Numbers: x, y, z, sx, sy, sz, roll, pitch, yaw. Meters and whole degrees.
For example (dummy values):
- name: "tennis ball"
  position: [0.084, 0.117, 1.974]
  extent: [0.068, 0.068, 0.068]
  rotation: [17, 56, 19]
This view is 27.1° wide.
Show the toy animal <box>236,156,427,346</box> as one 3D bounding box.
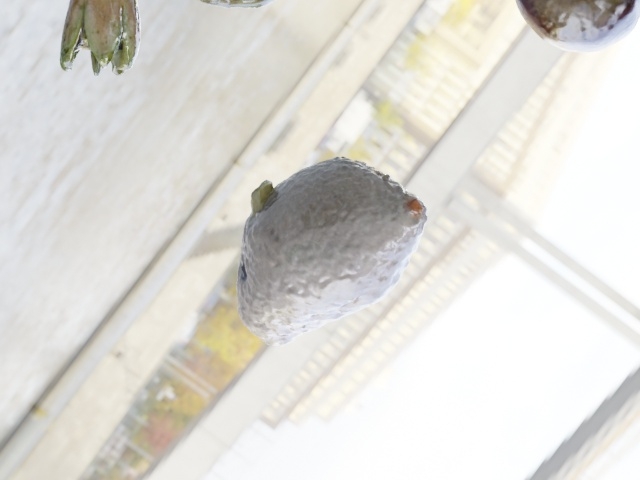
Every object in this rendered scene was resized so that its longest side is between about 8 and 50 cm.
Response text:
- name: "toy animal"
  position: [0.005, -0.003, 1.847]
  extent: [0.358, 0.188, 0.227]
  rotation: [-25, -121, 35]

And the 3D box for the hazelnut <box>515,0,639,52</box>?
- name: "hazelnut"
  position: [0.367, -0.359, 1.893]
  extent: [0.208, 0.208, 0.208]
  rotation: [-53, -177, 5]

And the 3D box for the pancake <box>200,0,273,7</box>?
- name: "pancake"
  position: [-0.119, -0.384, 1.595]
  extent: [0.250, 0.250, 0.031]
  rotation: [-56, -177, -33]

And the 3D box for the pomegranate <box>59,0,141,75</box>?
- name: "pomegranate"
  position: [-0.229, -0.329, 1.411]
  extent: [0.236, 0.235, 0.302]
  rotation: [141, -48, -77]
